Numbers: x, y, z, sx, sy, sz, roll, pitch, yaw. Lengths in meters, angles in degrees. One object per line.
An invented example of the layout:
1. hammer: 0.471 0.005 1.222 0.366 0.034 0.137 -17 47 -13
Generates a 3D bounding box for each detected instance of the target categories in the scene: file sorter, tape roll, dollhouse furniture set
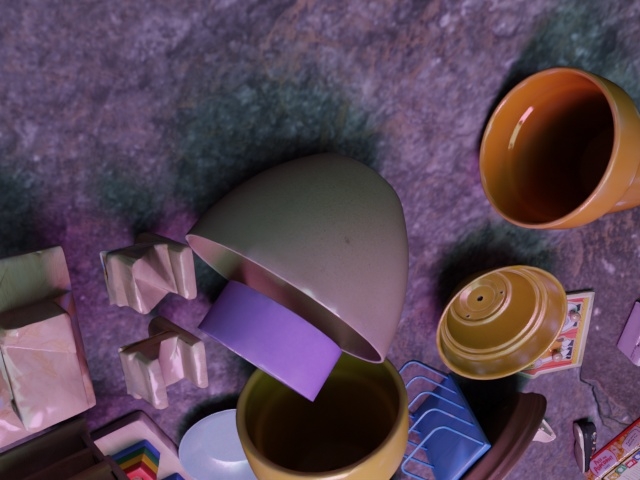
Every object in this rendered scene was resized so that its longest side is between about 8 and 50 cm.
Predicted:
1. file sorter: 0.183 0.310 0.883 0.105 0.170 0.118 28 108 -19
2. tape roll: -0.070 0.140 0.721 0.189 0.189 0.080 39 73 -25
3. dollhouse furniture set: -0.364 0.200 0.654 0.362 0.257 0.393 -19 112 -40

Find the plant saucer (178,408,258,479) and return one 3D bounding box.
1. plant saucer: -0.151 0.361 0.921 0.195 0.037 0.194 -4 118 -9

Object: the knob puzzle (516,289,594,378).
1. knob puzzle: 0.399 0.181 0.936 0.214 0.030 0.212 -4 117 -8

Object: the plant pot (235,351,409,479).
1. plant pot: 0.014 0.326 0.822 0.254 0.254 0.238 -12 125 -5

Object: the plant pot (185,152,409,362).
1. plant pot: 0.000 0.000 0.665 0.284 0.284 0.190 39 72 -25

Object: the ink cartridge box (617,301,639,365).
1. ink cartridge box: 0.649 0.171 0.958 0.151 0.063 0.109 1 116 -10

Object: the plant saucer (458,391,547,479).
1. plant saucer: 0.292 0.369 0.910 0.041 0.278 0.277 40 107 14

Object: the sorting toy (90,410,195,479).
1. sorting toy: -0.354 0.462 0.905 0.256 0.089 0.257 -27 118 4

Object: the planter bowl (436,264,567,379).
1. planter bowl: 0.279 0.115 0.847 0.218 0.090 0.216 -4 116 -8

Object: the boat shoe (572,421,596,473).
1. boat shoe: 0.556 0.435 1.081 0.042 0.049 0.132 -11 113 4

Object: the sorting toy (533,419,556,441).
1. sorting toy: 0.410 0.380 1.034 0.083 0.044 0.075 36 112 -24

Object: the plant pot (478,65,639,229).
1. plant pot: 0.359 -0.112 0.702 0.188 0.205 0.205 4 116 -29

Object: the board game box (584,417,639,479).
1. board game box: 0.692 0.479 1.130 0.147 0.045 0.193 34 106 -24
